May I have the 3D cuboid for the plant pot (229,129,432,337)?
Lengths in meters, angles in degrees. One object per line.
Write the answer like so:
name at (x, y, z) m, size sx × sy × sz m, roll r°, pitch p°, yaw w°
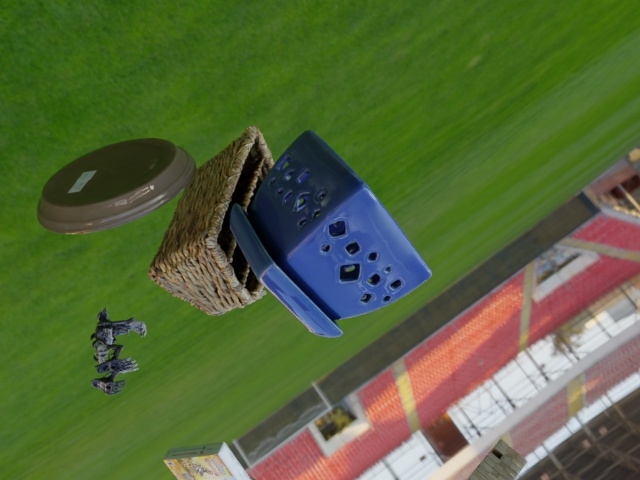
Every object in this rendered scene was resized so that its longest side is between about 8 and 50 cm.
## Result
plant pot at (0.000, 0.000, 1.047) m, size 0.212 × 0.236 × 0.236 m, roll -39°, pitch 128°, yaw 2°

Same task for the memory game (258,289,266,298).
memory game at (-0.252, 0.160, 1.907) m, size 0.186 × 0.012 × 0.186 m, roll -7°, pitch 162°, yaw -2°

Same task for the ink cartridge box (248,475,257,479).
ink cartridge box at (-0.267, 0.758, 1.977) m, size 0.235 × 0.193 × 0.088 m, roll 108°, pitch 6°, yaw -59°

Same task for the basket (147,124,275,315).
basket at (-0.153, -0.023, 1.262) m, size 0.223 × 0.213 × 0.299 m, roll -27°, pitch -143°, yaw 41°

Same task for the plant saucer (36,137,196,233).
plant saucer at (-0.350, -0.104, 1.112) m, size 0.278 × 0.278 × 0.041 m, roll -31°, pitch 127°, yaw -23°

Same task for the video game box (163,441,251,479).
video game box at (-0.283, 0.621, 1.718) m, size 0.187 × 0.205 × 0.048 m, roll -17°, pitch -154°, yaw 25°

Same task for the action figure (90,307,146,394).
action figure at (-0.548, 0.291, 1.765) m, size 0.141 × 0.276 × 0.164 m, roll 6°, pitch 115°, yaw -20°

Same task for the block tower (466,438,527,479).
block tower at (0.396, 0.648, 1.658) m, size 0.335 × 0.097 × 0.091 m, roll -37°, pitch 154°, yaw -33°
